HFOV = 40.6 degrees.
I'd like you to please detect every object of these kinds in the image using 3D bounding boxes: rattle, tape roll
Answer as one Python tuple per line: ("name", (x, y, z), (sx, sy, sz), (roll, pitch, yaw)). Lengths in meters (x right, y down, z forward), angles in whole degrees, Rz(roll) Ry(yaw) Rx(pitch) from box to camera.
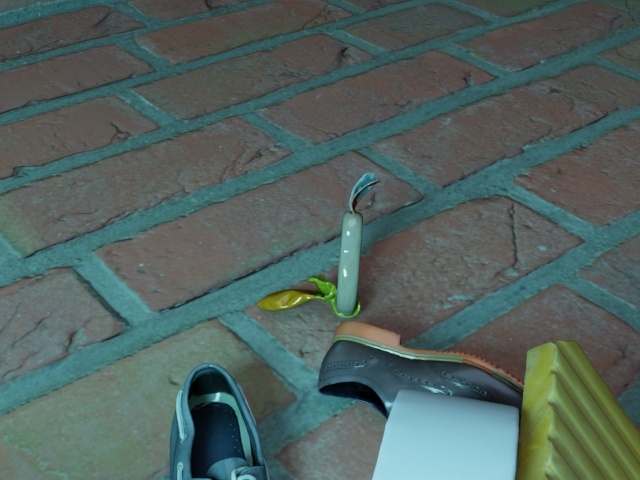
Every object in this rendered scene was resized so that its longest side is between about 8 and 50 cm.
("rattle", (0.000, 0.000, 1.147), (0.142, 0.200, 0.130), (12, 36, 15))
("tape roll", (0.092, 0.265, 0.694), (0.100, 0.286, 0.286), (9, 35, 12))

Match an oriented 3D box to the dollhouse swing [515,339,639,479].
("dollhouse swing", (0.347, 0.246, 0.677), (0.315, 0.305, 0.347), (-10, 30, 24))

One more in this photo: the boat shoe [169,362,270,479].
("boat shoe", (-0.105, 0.254, 0.866), (0.116, 0.099, 0.319), (-4, 35, -8))

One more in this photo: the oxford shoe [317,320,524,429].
("oxford shoe", (0.126, 0.182, 1.006), (0.271, 0.097, 0.098), (14, 56, 24))
